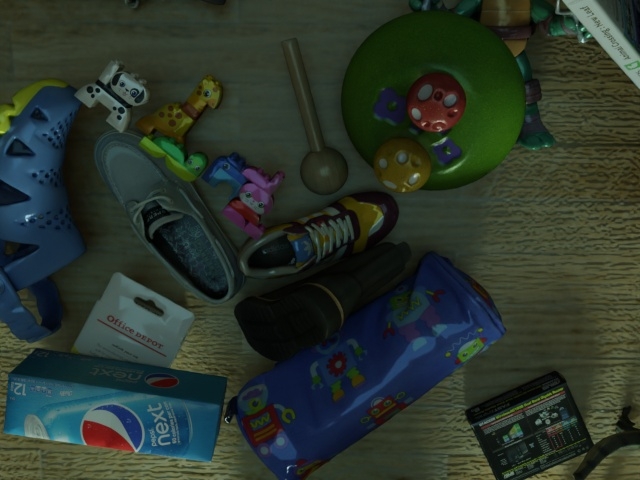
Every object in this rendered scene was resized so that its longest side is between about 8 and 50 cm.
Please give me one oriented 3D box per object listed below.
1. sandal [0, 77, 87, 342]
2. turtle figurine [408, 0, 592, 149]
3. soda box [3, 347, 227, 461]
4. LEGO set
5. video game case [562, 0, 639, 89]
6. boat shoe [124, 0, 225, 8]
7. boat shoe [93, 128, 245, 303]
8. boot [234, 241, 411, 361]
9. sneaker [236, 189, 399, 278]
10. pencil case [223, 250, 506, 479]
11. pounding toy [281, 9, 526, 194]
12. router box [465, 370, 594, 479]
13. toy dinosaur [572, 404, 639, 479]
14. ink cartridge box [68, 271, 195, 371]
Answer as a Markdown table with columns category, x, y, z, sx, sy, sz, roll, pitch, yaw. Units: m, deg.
| category | x | y | z | sx | sy | sz | roll | pitch | yaw |
| --- | --- | --- | --- | --- | --- | --- | --- | --- | --- |
| sandal | -0.310 | -0.016 | 0.672 | 0.138 | 0.126 | 0.318 | 24 | 107 | -9 |
| turtle figurine | 0.183 | -0.209 | 0.629 | 0.175 | 0.118 | 0.234 | 5 | 118 | 17 |
| soda box | -0.208 | 0.170 | 0.656 | 0.209 | 0.071 | 0.067 | 9 | 101 | -4 |
| LEGO set | -0.122 | -0.115 | 0.657 | 0.227 | 0.087 | 0.093 | 39 | 102 | -10 |
| video game case | 0.255 | -0.265 | 0.564 | 0.023 | 0.193 | 0.213 | -13 | 69 | 42 |
| boat shoe | -0.194 | -0.268 | 0.644 | 0.205 | 0.075 | 0.065 | -1 | 122 | 4 |
| boat shoe | -0.161 | -0.026 | 0.679 | 0.079 | 0.081 | 0.228 | -38 | 99 | 4 |
| boot | 0.001 | 0.062 | 0.682 | 0.137 | 0.197 | 0.077 | -32 | 100 | -33 |
| sneaker | 0.000 | 0.000 | 0.682 | 0.185 | 0.084 | 0.070 | -22 | 99 | 5 |
| pencil case | 0.047 | 0.135 | 0.690 | 0.306 | 0.133 | 0.119 | -37 | 138 | 7 |
| pounding toy | 0.071 | -0.110 | 0.602 | 0.236 | 0.110 | 0.183 | -1 | 121 | 21 |
| router box | 0.245 | 0.222 | 0.742 | 0.122 | 0.038 | 0.092 | -25 | 99 | 4 |
| toy dinosaur | 0.395 | 0.210 | 0.698 | 0.268 | 0.118 | 0.064 | -7 | 100 | 2 |
| ink cartridge box | -0.221 | 0.127 | 0.717 | 0.104 | 0.061 | 0.181 | 30 | 99 | -6 |
